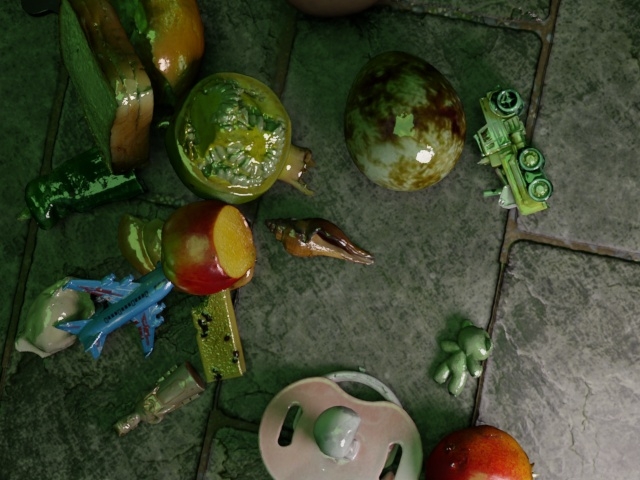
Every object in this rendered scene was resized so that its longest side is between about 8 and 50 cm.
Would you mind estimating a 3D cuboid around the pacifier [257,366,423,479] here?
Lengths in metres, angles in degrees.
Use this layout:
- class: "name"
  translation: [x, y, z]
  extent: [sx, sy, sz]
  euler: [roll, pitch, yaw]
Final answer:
- class: "pacifier"
  translation: [0.039, 0.394, 1.676]
  extent: [0.332, 0.273, 0.220]
  euler: [19, 105, 9]

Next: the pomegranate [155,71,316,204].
- class: "pomegranate"
  translation: [-0.154, -0.187, 1.716]
  extent: [0.340, 0.260, 0.260]
  euler: [26, 90, -24]

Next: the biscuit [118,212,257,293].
- class: "biscuit"
  translation: [-0.284, 0.033, 1.802]
  extent: [0.299, 0.045, 0.154]
  euler: [6, 90, 6]

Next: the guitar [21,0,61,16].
- class: "guitar"
  translation: [-0.532, -0.515, 1.854]
  extent: [0.233, 0.025, 0.088]
  euler: [11, 88, 6]

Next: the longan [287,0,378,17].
- class: "longan"
  translation: [0.026, -0.585, 1.689]
  extent: [0.297, 0.297, 0.297]
  euler: [0, 88, 5]

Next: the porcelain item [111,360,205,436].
- class: "porcelain item"
  translation: [-0.347, 0.339, 1.791]
  extent: [0.213, 0.054, 0.084]
  euler: [-35, 84, 4]

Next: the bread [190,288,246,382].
- class: "bread"
  translation: [-0.216, 0.176, 1.767]
  extent: [0.088, 0.049, 0.226]
  euler: [-11, 100, 8]

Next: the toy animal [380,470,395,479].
- class: "toy animal"
  translation: [0.179, 0.599, 1.693]
  extent: [0.248, 0.149, 0.165]
  euler: [39, 83, 12]

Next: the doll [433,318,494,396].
- class: "doll"
  translation: [0.291, 0.240, 1.739]
  extent: [0.150, 0.077, 0.115]
  euler: [-56, 47, 11]

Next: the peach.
- class: "peach"
  translation: [-0.213, 0.014, 1.653]
  extent: [0.192, 0.190, 0.190]
  euler: [-9, 87, -15]

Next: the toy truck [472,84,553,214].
- class: "toy truck"
  translation: [0.373, -0.175, 1.717]
  extent: [0.135, 0.128, 0.260]
  euler: [-16, 87, 18]

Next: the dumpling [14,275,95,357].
- class: "dumpling"
  translation: [-0.545, 0.167, 1.787]
  extent: [0.199, 0.136, 0.118]
  euler: [-45, 43, 6]

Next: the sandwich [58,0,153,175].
- class: "sandwich"
  translation: [-0.421, -0.322, 1.688]
  extent: [0.099, 0.271, 0.301]
  euler: [-18, 70, -26]

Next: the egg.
- class: "egg"
  translation: [0.163, -0.237, 1.680]
  extent: [0.238, 0.238, 0.290]
  euler: [-7, 70, 5]

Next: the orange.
- class: "orange"
  translation: [-0.338, -0.433, 1.718]
  extent: [0.196, 0.262, 0.335]
  euler: [-19, 75, -9]

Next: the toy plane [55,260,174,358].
- class: "toy plane"
  translation: [-0.393, 0.130, 1.744]
  extent: [0.271, 0.105, 0.254]
  euler: [-40, 127, 0]

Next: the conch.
- class: "conch"
  translation: [-0.001, -0.006, 1.765]
  extent: [0.232, 0.086, 0.080]
  euler: [3, 48, -7]

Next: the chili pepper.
- class: "chili pepper"
  translation: [-0.513, -0.106, 1.800]
  extent: [0.270, 0.099, 0.136]
  euler: [-26, 95, -1]

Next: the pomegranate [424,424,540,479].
- class: "pomegranate"
  translation: [0.315, 0.461, 1.662]
  extent: [0.235, 0.210, 0.210]
  euler: [11, 88, -37]
